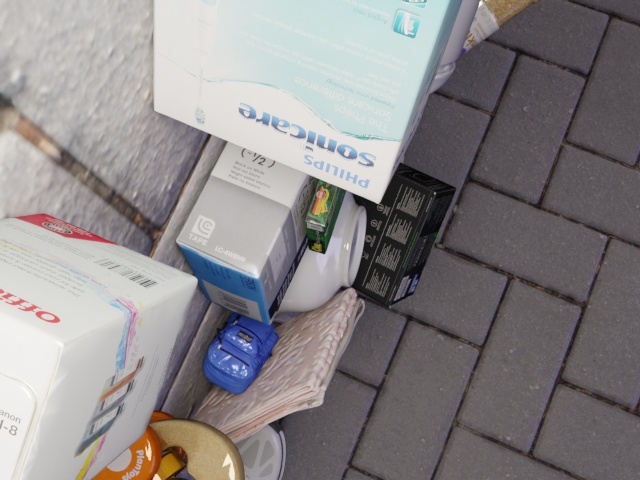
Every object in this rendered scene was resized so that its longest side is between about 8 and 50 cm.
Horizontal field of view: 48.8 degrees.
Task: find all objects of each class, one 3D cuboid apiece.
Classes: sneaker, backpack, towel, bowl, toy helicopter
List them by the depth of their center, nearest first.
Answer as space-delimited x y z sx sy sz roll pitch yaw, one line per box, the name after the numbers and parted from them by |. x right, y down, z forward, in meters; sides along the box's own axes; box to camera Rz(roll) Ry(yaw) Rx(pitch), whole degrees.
-0.194 0.385 0.813 0.140 0.234 0.355 71 42 -80 | toy helicopter
-0.136 0.178 1.154 0.120 0.097 0.101 -55 169 -42 | backpack
-0.084 0.232 1.217 0.316 0.053 0.332 -31 -169 25 | towel
0.000 0.000 1.225 0.298 0.134 0.298 11 90 -78 | bowl
-0.218 0.634 1.635 0.257 0.169 0.448 -44 158 -76 | sneaker

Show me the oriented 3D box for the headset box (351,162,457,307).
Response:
0.084 -0.046 1.409 0.131 0.283 0.247 -15 127 -61 | headset box

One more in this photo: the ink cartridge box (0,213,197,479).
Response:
-0.176 0.068 0.413 0.176 0.128 0.128 -26 138 -78 | ink cartridge box

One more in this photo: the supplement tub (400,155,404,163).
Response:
0.122 -0.189 1.720 0.200 0.144 0.144 -58 168 -53 | supplement tub

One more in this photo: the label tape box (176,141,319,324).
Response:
-0.048 -0.085 0.942 0.249 0.115 0.348 91 24 -70 | label tape box

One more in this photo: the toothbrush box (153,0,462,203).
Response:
-0.001 -0.202 0.523 0.296 0.216 0.126 104 12 -46 | toothbrush box

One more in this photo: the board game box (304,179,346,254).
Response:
0.033 -0.120 0.913 0.136 0.030 0.260 95 12 -75 | board game box

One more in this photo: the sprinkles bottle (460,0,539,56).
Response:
0.219 -0.380 1.286 0.355 0.121 0.121 -34 -176 19 | sprinkles bottle

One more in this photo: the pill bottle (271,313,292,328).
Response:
-0.106 0.228 1.582 0.137 0.078 0.078 -56 167 -55 | pill bottle

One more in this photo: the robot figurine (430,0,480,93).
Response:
0.142 -0.371 1.102 0.300 0.199 0.354 -64 172 -54 | robot figurine
